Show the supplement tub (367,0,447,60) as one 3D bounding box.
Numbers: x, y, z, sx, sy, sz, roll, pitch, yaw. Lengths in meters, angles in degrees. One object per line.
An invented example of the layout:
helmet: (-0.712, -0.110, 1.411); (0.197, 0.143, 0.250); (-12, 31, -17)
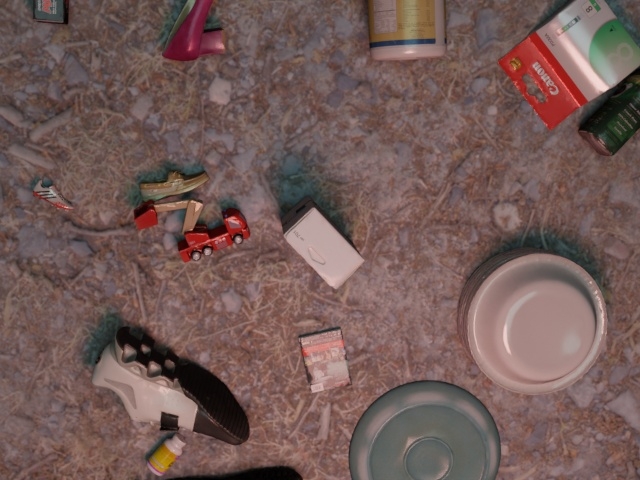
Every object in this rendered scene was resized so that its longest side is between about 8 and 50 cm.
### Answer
supplement tub: (0.158, -0.435, 1.787); (0.144, 0.144, 0.200); (-3, 98, -5)

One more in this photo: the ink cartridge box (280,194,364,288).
ink cartridge box: (0.000, 0.000, 1.812); (0.082, 0.191, 0.139); (-43, 100, 2)

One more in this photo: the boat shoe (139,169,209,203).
boat shoe: (-0.279, -0.110, 1.842); (0.135, 0.050, 0.045); (-19, 105, -2)

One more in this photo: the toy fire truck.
toy fire truck: (-0.242, -0.033, 1.838); (0.192, 0.047, 0.135); (-21, 118, -1)

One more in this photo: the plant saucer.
plant saucer: (0.217, 0.443, 1.973); (0.317, 0.044, 0.318); (-1, 99, -6)

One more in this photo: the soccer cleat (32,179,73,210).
soccer cleat: (-0.503, -0.085, 1.837); (0.083, 0.029, 0.036); (26, 99, -4)

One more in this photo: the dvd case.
dvd case: (0.011, 0.240, 1.938); (0.087, 0.013, 0.119); (-13, 98, -3)

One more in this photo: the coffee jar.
coffee jar: (0.593, -0.252, 1.877); (0.079, 0.096, 0.184); (43, 93, -8)

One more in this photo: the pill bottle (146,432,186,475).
pill bottle: (-0.303, 0.422, 1.920); (0.043, 0.043, 0.083); (41, 93, -9)

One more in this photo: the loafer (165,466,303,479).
loafer: (-0.210, 0.541, 1.900); (0.365, 0.134, 0.130); (-6, 98, -4)

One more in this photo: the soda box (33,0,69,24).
soda box: (-0.489, -0.482, 1.767); (0.060, 0.053, 0.169); (3, 99, -6)

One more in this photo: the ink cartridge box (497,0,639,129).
ink cartridge box: (0.487, -0.350, 1.877); (0.224, 0.056, 0.181); (-40, 99, 0)

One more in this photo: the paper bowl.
paper bowl: (0.421, 0.162, 1.898); (0.284, 0.148, 0.284); (-1, 97, -6)

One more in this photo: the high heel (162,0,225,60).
high heel: (-0.244, -0.454, 1.781); (0.117, 0.082, 0.244); (-8, 112, -14)

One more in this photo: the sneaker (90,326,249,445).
sneaker: (-0.292, 0.310, 1.882); (0.330, 0.122, 0.146); (37, 111, -10)
